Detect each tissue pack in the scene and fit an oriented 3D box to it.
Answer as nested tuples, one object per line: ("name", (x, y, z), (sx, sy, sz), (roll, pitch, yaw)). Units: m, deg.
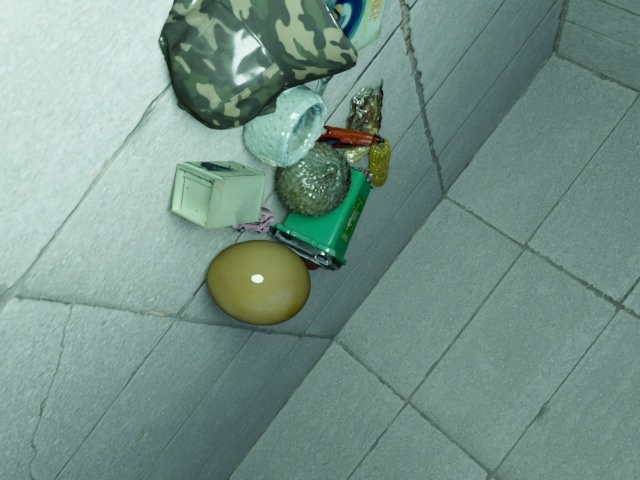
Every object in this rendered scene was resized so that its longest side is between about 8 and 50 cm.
("tissue pack", (0.005, -0.589, 1.235), (0.388, 0.162, 0.287), (-40, 158, -28))

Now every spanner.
("spanner", (-0.029, -0.422, 1.606), (0.071, 0.017, 0.302), (-21, 143, -49))

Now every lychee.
("lychee", (-0.028, -0.202, 1.639), (0.255, 0.255, 0.274), (-42, -170, -24))

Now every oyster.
("oyster", (0.176, -0.456, 1.852), (0.275, 0.100, 0.271), (-43, 141, -12))

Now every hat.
("hat", (-0.133, -0.364, 1.040), (0.366, 0.382, 0.257), (38, 75, -48))

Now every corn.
("corn", (0.261, -0.347, 2.187), (0.102, 0.102, 0.313), (-46, 161, -16))

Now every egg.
("egg", (-0.210, 0.145, 1.702), (0.374, 0.301, 0.301), (13, 114, -40))

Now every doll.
("doll", (0.177, -0.229, 2.221), (0.102, 0.075, 0.227), (-2, 125, -22))

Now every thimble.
("thimble", (-0.100, -0.330, 1.399), (0.250, 0.172, 0.205), (-56, 160, 3))

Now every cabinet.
("cabinet", (-0.277, -0.134, 1.346), (0.206, 0.145, 0.150), (-14, 123, -56))

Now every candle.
("candle", (0.112, -0.368, 1.779), (0.302, 0.059, 0.084), (-2, 112, -28))

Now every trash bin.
("trash bin", (0.011, -0.105, 1.865), (0.381, 0.295, 0.259), (-63, 161, -6))

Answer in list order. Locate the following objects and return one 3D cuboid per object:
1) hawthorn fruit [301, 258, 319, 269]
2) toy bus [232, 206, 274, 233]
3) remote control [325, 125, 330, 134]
("hawthorn fruit", (0.000, 0.000, 2.090), (0.285, 0.165, 0.165), (-43, 157, -1))
("toy bus", (-0.237, -0.075, 1.659), (0.090, 0.063, 0.203), (-58, 156, 12))
("remote control", (0.018, -0.373, 1.772), (0.034, 0.016, 0.091), (13, 114, -47))
